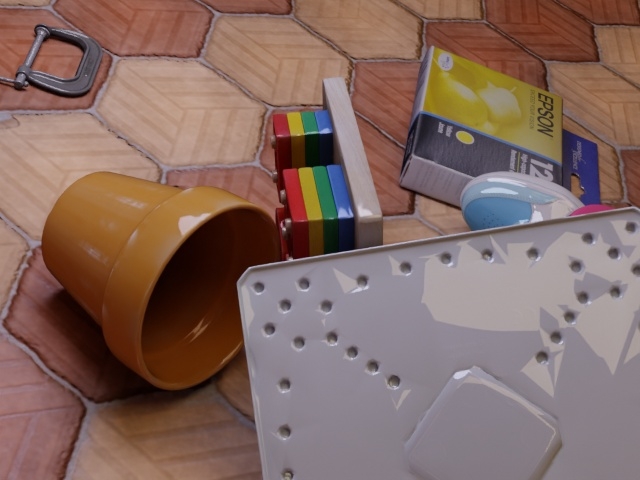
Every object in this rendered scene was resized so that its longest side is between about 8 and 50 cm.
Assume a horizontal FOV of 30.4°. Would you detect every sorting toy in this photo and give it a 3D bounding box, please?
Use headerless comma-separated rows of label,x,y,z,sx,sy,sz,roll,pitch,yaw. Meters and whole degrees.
sorting toy,0.000,0.000,1.269,0.090,0.255,0.257,-6,40,-6

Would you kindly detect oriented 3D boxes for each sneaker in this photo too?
sneaker,0.285,0.045,1.458,0.319,0.127,0.208,33,38,13

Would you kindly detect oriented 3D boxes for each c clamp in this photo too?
c clamp,-0.357,-0.240,1.539,0.137,0.022,0.160,20,39,-5

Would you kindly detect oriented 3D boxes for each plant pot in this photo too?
plant pot,-0.177,0.021,1.211,0.188,0.205,0.205,27,36,30

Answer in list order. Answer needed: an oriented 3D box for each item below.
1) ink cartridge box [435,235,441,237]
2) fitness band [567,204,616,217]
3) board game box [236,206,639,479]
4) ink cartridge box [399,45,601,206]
ink cartridge box,0.164,0.124,1.223,0.160,0.219,0.092,13,22,-14
fitness band,0.351,0.066,1.343,0.209,0.054,0.291,32,37,-1
board game box,0.143,0.185,1.051,0.390,0.050,0.389,-9,72,-1
ink cartridge box,0.278,-0.135,1.707,0.307,0.072,0.303,18,38,-4
